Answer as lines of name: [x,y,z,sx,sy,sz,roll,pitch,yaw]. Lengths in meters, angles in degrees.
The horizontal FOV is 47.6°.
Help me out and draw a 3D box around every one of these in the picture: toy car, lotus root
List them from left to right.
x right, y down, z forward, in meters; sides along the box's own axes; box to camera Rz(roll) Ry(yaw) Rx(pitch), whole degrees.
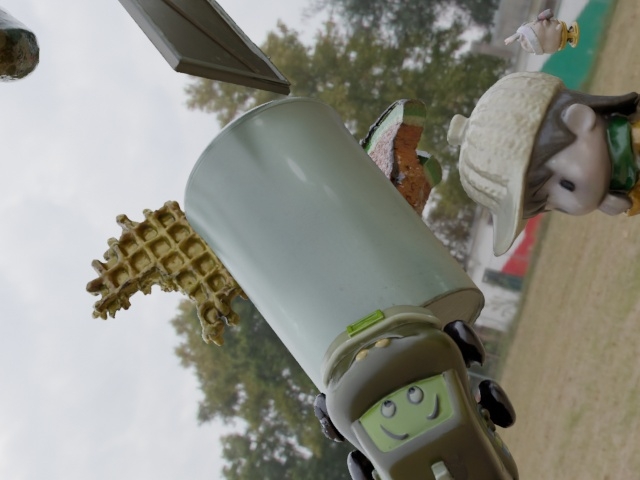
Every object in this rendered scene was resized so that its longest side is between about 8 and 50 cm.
lotus root: [-0.428,-0.256,0.935,0.088,0.113,0.192,-43,11,7]
toy car: [0.113,0.206,0.764,0.247,0.204,0.198,61,-178,-12]

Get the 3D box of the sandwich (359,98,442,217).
sandwich: [0.193,-0.150,1.622,0.250,0.162,0.300,123,153,-53]

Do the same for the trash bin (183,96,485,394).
trash bin: [0.000,0.000,1.033,0.281,0.432,0.280,-28,-31,-18]

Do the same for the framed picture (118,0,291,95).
framed picture: [-0.196,-0.323,1.012,0.024,0.315,0.232,-51,-25,25]

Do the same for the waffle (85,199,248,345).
waffle: [-0.258,0.041,1.283,0.069,0.293,0.259,83,-163,-62]

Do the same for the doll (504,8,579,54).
doll: [0.399,-0.378,1.311,0.073,0.127,0.084,-90,-4,-47]

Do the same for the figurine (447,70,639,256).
figurine: [0.320,-0.108,0.826,0.185,0.333,0.204,61,-162,-61]
